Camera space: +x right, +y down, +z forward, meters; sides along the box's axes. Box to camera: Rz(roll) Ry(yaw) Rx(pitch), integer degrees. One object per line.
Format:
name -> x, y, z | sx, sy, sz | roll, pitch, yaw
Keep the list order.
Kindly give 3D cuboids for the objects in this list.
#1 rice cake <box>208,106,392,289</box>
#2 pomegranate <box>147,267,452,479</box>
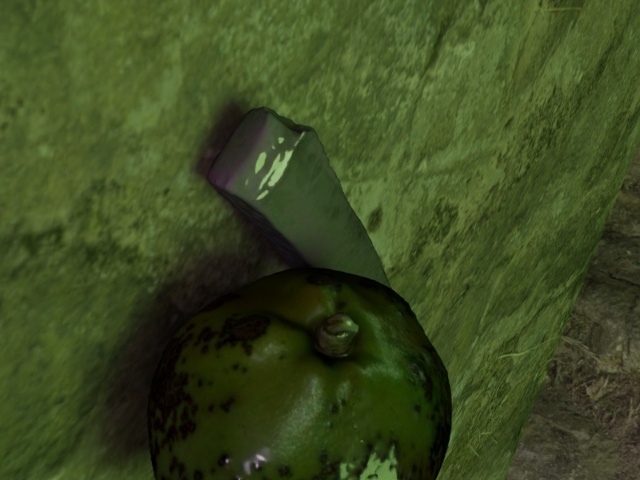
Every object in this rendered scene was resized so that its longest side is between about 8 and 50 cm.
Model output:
rice cake -> 0.000, 0.000, 0.745 | 0.072, 0.056, 0.365 | -56, 155, -10
pomegranate -> -0.032, 0.129, 0.682 | 0.222, 0.277, 0.203 | -19, 93, -29
